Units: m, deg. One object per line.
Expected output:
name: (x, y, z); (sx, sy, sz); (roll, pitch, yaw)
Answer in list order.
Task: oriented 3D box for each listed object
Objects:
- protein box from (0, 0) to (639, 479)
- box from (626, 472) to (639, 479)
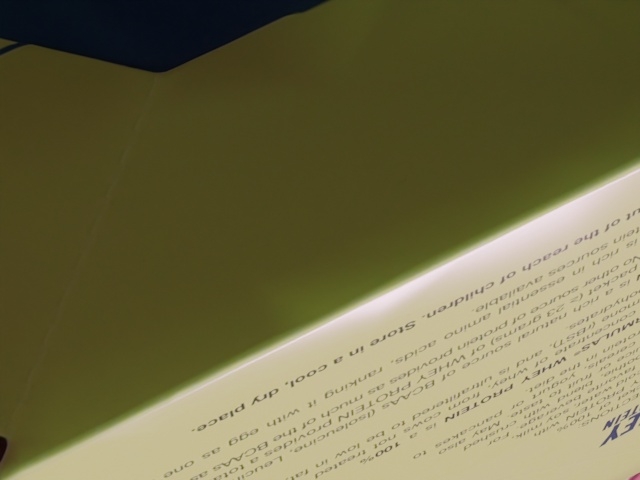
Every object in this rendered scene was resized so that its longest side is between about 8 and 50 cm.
protein box: (0.000, 0.000, 0.447); (0.200, 0.136, 0.201); (-26, 153, -10)
box: (0.129, 0.074, 0.870); (0.148, 0.127, 0.232); (-43, 158, -10)
